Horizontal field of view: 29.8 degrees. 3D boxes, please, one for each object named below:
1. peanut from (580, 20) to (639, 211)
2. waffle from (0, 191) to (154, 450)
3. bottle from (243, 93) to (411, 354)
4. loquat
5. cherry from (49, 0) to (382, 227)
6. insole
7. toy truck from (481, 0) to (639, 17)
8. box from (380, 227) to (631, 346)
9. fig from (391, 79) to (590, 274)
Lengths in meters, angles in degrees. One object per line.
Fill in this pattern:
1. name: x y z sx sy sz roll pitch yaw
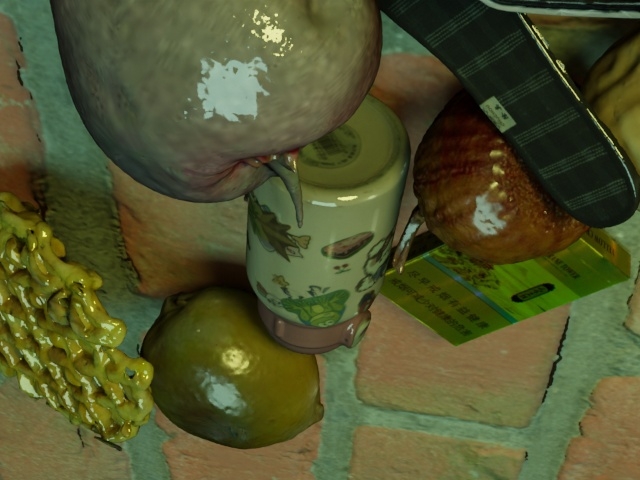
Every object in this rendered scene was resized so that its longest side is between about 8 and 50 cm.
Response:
1. peanut: 0.286 -0.122 0.701 0.159 0.143 0.291 -4 152 -40
2. waffle: -0.253 0.072 1.085 0.280 0.060 0.262 46 148 8
3. bottle: 0.000 0.000 0.956 0.120 0.120 0.253 9 144 3
4. loquat: -0.076 0.121 1.119 0.195 0.152 0.152 44 134 -20
5. cherry: -0.065 -0.127 0.735 0.266 0.183 0.213 51 138 -6
6. insole: 0.084 -0.128 0.730 0.309 0.012 0.110 50 150 -6
7. toy truck: 0.117 -0.264 0.517 0.176 0.178 0.363 7 145 23
8. box: 0.148 0.024 1.021 0.121 0.030 0.193 35 137 -28
9. fig: 0.116 -0.041 0.877 0.146 0.134 0.201 -6 171 -24
